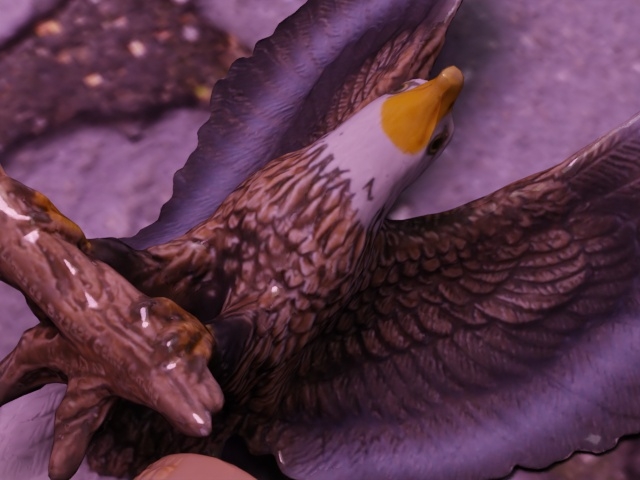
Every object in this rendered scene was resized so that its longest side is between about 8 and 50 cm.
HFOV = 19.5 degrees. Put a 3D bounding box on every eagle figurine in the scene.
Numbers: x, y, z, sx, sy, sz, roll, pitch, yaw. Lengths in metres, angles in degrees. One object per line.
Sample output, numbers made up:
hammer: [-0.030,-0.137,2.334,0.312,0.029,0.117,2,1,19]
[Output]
eagle figurine: [0.008,-0.003,0.724,0.298,0.225,0.226,-20,101,-48]

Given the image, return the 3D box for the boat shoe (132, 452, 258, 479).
boat shoe: [0.026,0.225,0.555,0.123,0.123,0.342,-38,86,-34]
